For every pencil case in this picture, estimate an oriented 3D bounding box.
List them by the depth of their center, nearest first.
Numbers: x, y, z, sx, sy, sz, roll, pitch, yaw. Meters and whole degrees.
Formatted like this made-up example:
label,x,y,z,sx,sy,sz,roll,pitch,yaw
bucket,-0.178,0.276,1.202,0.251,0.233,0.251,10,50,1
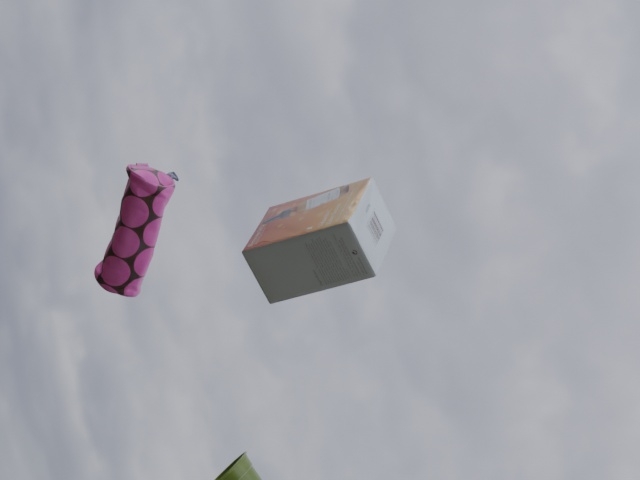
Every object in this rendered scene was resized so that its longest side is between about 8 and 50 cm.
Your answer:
label,x,y,z,sx,sy,sz,roll,pitch,yaw
pencil case,-0.301,-0.019,2.071,0.098,0.095,0.209,39,-67,48

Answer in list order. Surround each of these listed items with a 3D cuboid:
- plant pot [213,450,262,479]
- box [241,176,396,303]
label,x,y,z,sx,sy,sz,roll,pitch,yaw
plant pot,-0.107,0.350,1.786,0.079,0.083,0.083,47,-28,2
box,0.000,0.000,1.769,0.091,0.170,0.130,63,28,-23
